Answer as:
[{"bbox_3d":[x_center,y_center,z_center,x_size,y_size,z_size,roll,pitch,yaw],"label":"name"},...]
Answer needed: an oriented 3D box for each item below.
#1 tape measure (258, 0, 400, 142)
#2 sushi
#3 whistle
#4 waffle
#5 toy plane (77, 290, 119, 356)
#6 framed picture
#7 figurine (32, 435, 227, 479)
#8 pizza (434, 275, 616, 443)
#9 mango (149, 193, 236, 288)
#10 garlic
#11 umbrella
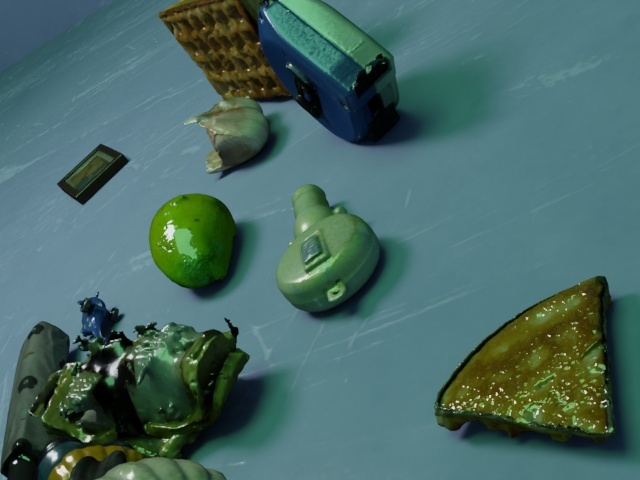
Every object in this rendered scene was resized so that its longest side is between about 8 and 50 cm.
[{"bbox_3d":[-0.036,-0.276,1.325,0.098,0.215,0.351,-42,67,-7],"label":"tape measure"},{"bbox_3d":[-0.208,0.173,1.070,0.290,0.131,0.139,-12,36,30],"label":"sushi"},{"bbox_3d":[0.000,0.000,1.132,0.126,0.067,0.258,-34,26,9],"label":"whistle"},{"bbox_3d":[-0.125,-0.338,1.627,0.091,0.213,0.308,-48,27,-19],"label":"waffle"},{"bbox_3d":[-0.320,0.124,1.371,0.062,0.054,0.167,-64,25,9],"label":"toy plane"},{"bbox_3d":[-0.465,-0.138,1.959,0.128,0.023,0.168,-46,28,-11],"label":"framed picture"},{"bbox_3d":[-0.171,0.248,0.854,0.332,0.185,0.205,45,120,58],"label":"figurine"},{"bbox_3d":[0.193,0.106,0.766,0.184,0.036,0.176,-43,29,-11],"label":"pizza"},{"bbox_3d":[-0.176,-0.002,1.318,0.119,0.100,0.178,-34,36,7],"label":"mango"},{"bbox_3d":[-0.142,-0.181,1.549,0.124,0.099,0.174,-19,31,8],"label":"garlic"},{"bbox_3d":[-0.375,0.221,1.266,0.337,0.067,0.073,-110,42,-61],"label":"umbrella"}]
